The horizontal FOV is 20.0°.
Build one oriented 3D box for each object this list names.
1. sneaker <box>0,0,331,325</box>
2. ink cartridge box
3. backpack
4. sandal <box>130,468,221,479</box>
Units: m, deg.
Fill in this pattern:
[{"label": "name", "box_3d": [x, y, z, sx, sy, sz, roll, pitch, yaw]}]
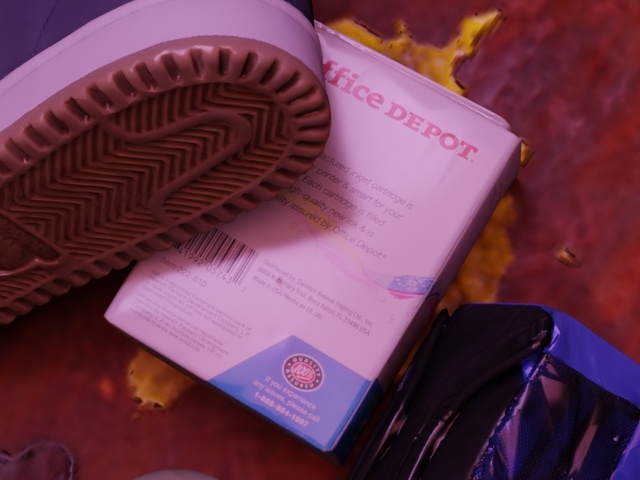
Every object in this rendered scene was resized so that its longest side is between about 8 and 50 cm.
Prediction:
[{"label": "sneaker", "box_3d": [-0.126, -0.054, 0.615, 0.282, 0.099, 0.153, -20, 52, 21]}, {"label": "ink cartridge box", "box_3d": [0.000, 0.000, 0.608, 0.088, 0.052, 0.122, 30, 82, 12]}, {"label": "backpack", "box_3d": [0.059, 0.091, 0.556, 0.101, 0.098, 0.120, 34, 80, -7]}, {"label": "sandal", "box_3d": [-0.090, 0.210, 0.532, 0.120, 0.086, 0.303, 0, 70, 34]}]
